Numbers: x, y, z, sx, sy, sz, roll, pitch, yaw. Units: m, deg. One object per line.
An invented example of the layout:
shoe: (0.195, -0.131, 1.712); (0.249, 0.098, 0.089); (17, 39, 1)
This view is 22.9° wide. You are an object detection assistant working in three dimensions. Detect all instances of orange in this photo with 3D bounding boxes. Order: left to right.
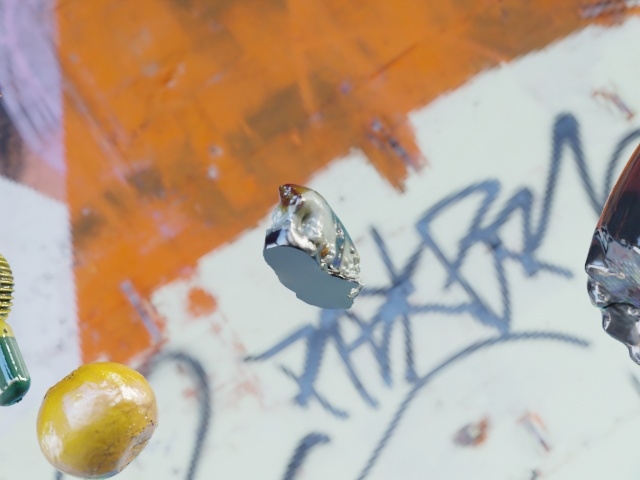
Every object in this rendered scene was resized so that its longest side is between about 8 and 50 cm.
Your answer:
orange: (-0.149, 0.119, 1.047); (0.083, 0.070, 0.083); (-46, -13, -14)

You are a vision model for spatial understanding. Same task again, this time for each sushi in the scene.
sushi: (0.000, 0.000, 0.839); (0.044, 0.046, 0.083); (-1, -28, 21)

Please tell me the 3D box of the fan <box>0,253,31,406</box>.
fan: (-0.289, 0.075, 1.370); (0.082, 0.155, 0.039); (-39, -27, 27)

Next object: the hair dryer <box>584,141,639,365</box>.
hair dryer: (0.302, 0.038, 0.629); (0.312, 0.340, 0.123); (-31, -7, -16)
